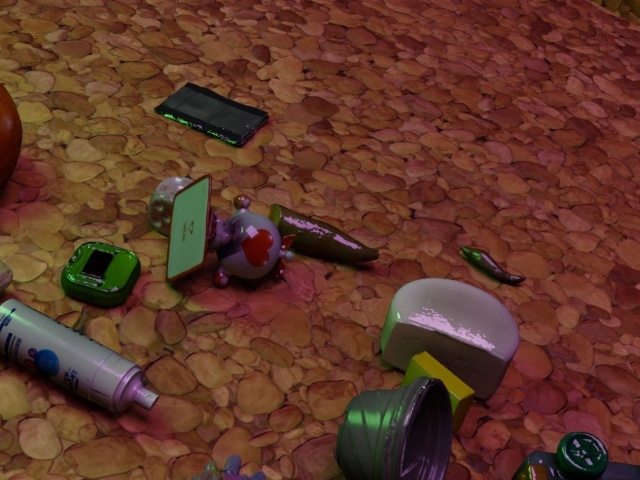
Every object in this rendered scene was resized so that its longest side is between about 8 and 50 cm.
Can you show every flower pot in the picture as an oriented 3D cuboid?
[{"bbox_3d":[0.112,0.322,1.605,0.140,0.236,0.235,4,32,25],"label":"flower pot"}]

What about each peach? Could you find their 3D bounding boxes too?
[{"bbox_3d":[-0.693,-0.196,1.937,0.281,0.238,0.281,46,26,-30],"label":"peach"}]

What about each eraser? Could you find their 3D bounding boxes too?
[{"bbox_3d":[0.201,0.268,1.769,0.045,0.097,0.122,-23,50,-38],"label":"eraser"}]

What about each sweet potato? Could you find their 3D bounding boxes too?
[{"bbox_3d":[0.000,0.000,2.059,0.243,0.077,0.077,25,38,-2],"label":"sweet potato"},{"bbox_3d":[0.361,0.053,2.138,0.153,0.038,0.041,31,63,17],"label":"sweet potato"}]

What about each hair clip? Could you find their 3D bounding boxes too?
[{"bbox_3d":[-0.149,0.413,1.476,0.137,0.090,0.278,31,40,6],"label":"hair clip"}]

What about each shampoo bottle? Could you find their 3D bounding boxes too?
[{"bbox_3d":[-0.399,0.200,1.654,0.303,0.092,0.092,26,39,12],"label":"shampoo bottle"}]

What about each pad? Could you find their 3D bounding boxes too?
[{"bbox_3d":[-0.252,-0.303,2.385,0.233,0.022,0.174,24,39,12],"label":"pad"}]

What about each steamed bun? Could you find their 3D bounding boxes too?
[{"bbox_3d":[0.240,0.168,1.864,0.241,0.146,0.164,20,43,6],"label":"steamed bun"}]

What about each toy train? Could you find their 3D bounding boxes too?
[{"bbox_3d":[0.462,0.452,1.575,0.429,0.178,0.249,9,48,-7],"label":"toy train"}]

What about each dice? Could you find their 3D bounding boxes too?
[{"bbox_3d":[-0.285,-0.067,2.021,0.091,0.094,0.093,25,40,11],"label":"dice"}]

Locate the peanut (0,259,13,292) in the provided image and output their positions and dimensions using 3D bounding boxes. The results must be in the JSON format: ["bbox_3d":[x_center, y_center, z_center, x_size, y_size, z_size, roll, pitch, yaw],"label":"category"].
[{"bbox_3d":[-0.645,0.050,1.756,0.214,0.090,0.099,7,26,-9],"label":"peanut"}]

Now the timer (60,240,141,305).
[{"bbox_3d":[-0.404,0.058,1.863,0.128,0.047,0.140,16,38,2],"label":"timer"}]

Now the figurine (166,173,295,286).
[{"bbox_3d":[-0.154,0.000,1.926,0.226,0.160,0.184,14,69,-31],"label":"figurine"}]
